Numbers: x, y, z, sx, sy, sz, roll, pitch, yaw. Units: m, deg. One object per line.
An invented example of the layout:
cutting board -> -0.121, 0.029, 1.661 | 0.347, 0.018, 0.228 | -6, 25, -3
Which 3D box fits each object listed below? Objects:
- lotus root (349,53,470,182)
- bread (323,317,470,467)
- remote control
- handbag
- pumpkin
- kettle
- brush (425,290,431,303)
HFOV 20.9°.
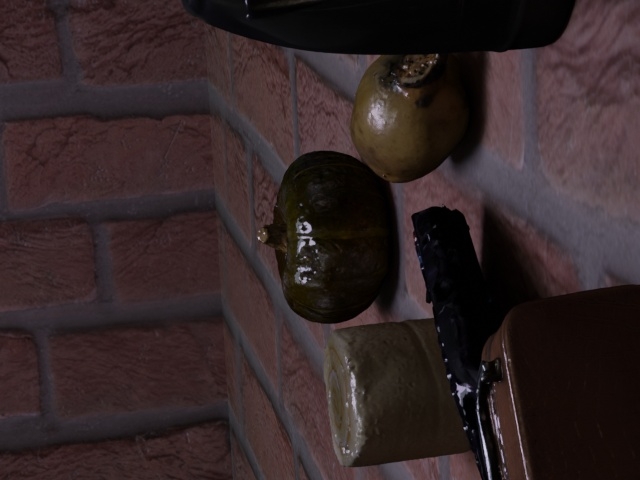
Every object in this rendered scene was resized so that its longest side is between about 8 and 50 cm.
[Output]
lotus root -> 0.089, -0.132, 1.708 | 0.125, 0.118, 0.221 | 64, 167, 15
bread -> 0.082, 0.157, 1.813 | 0.134, 0.141, 0.148 | 101, 160, -60
remote control -> 0.138, 0.093, 1.534 | 0.399, 0.062, 0.145 | -98, -10, -64
handbag -> 0.188, 0.134, 1.204 | 0.072, 0.151, 0.193 | 114, 148, -66
pumpkin -> 0.000, 0.000, 2.135 | 0.219, 0.162, 0.219 | 179, 90, -78
kettle -> 0.014, -0.286, 1.443 | 0.321, 0.324, 0.228 | -107, 16, -47
brush -> 0.122, 0.040, 1.899 | 0.083, 0.008, 0.024 | 95, 164, -45
